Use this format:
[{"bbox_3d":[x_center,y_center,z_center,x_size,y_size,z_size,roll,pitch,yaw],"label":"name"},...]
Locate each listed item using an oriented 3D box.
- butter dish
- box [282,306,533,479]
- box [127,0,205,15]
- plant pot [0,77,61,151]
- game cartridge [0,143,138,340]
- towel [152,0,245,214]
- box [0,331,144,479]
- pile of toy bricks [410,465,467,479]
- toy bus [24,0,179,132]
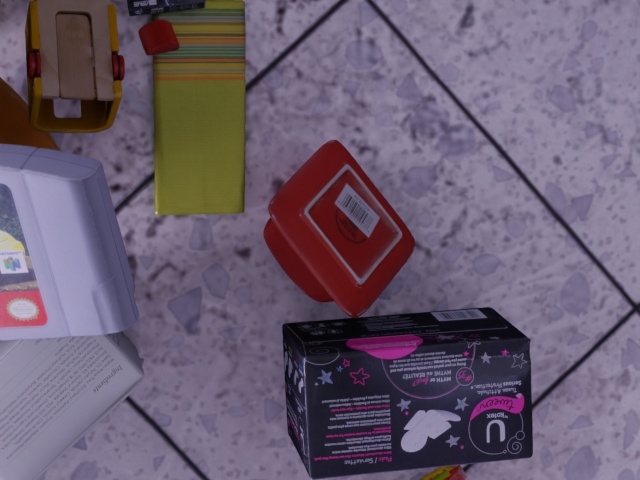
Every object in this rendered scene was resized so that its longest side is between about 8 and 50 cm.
[{"bbox_3d":[0.000,0.000,1.754,0.160,0.118,0.160,51,46,-10],"label":"butter dish"},{"bbox_3d":[0.092,0.165,1.760,0.247,0.163,0.142,-4,101,-9],"label":"box"},{"bbox_3d":[-0.170,-0.280,1.725,0.083,0.018,0.067,-7,76,-9],"label":"box"},{"bbox_3d":[-0.385,-0.053,1.648,0.188,0.205,0.205,-35,101,12],"label":"plant pot"},{"bbox_3d":[-0.335,0.004,1.536,0.294,0.060,0.196,-4,114,16],"label":"game cartridge"},{"bbox_3d":[-0.133,-0.146,1.759,0.102,0.021,0.237,0,97,-6],"label":"towel"},{"bbox_3d":[-0.290,0.147,1.682,0.182,0.181,0.119,-43,100,-3],"label":"box"},{"bbox_3d":[0.090,0.347,1.809,0.212,0.105,0.118,-31,101,-5],"label":"pile of toy bricks"},{"bbox_3d":[-0.265,-0.211,1.683,0.191,0.104,0.202,41,62,4],"label":"toy bus"}]
